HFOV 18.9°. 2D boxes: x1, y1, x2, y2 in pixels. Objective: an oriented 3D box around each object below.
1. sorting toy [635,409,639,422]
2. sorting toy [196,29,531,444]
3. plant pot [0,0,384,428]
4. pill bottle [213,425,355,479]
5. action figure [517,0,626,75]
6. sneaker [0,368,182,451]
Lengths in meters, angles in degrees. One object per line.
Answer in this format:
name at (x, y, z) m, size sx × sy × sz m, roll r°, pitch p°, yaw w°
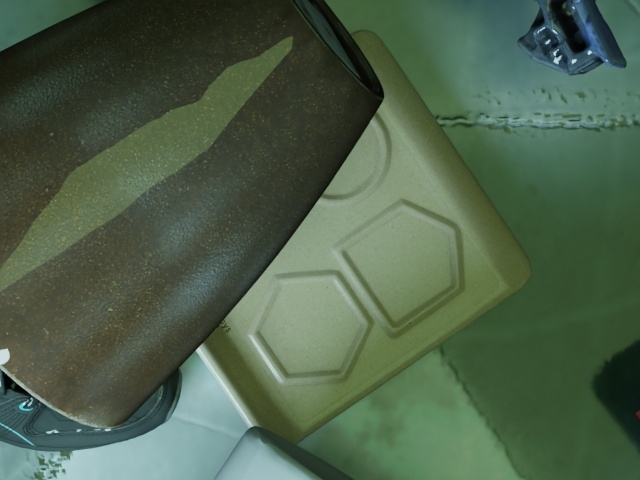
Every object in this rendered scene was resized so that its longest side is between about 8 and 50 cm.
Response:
sorting toy at (0.377, 0.101, 1.129) m, size 0.365 × 0.127 × 0.126 m, roll -20°, pitch 75°, yaw 17°
sorting toy at (0.000, 0.000, 1.205) m, size 0.208 × 0.038 × 0.193 m, roll -35°, pitch 93°, yaw -7°
plant pot at (-0.087, -0.050, 1.051) m, size 0.230 × 0.215 × 0.215 m, roll -37°, pitch 93°, yaw 12°
pill bottle at (-0.067, 0.304, 1.118) m, size 0.204 × 0.204 × 0.361 m, roll 32°, pitch 88°, yaw -4°
action figure at (0.031, -0.221, 1.112) m, size 0.330 × 0.178 × 0.341 m, roll -36°, pitch 74°, yaw 14°
sneaker at (-0.215, 0.070, 1.154) m, size 0.267 × 0.106 × 0.101 m, roll 13°, pitch 89°, yaw -6°
